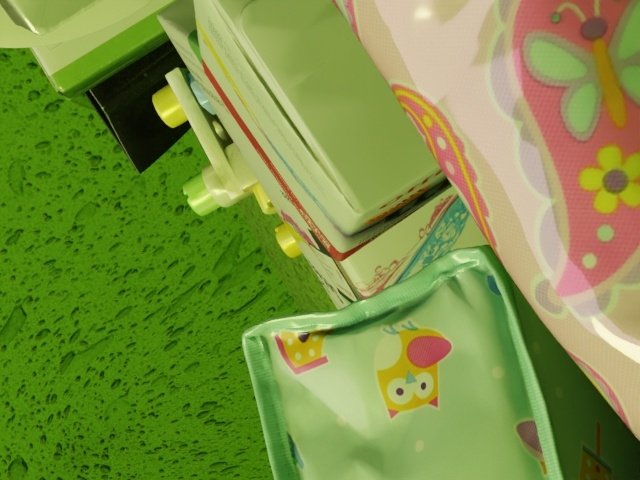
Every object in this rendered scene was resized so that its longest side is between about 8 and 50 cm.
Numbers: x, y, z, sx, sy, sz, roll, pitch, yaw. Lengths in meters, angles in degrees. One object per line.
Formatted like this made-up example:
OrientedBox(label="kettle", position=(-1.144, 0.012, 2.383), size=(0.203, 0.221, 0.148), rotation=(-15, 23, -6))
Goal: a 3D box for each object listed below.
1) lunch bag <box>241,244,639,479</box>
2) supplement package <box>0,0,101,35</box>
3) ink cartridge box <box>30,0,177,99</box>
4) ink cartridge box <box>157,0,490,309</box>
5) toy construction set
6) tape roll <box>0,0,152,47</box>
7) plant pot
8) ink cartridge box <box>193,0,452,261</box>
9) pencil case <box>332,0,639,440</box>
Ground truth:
OrientedBox(label="lunch bag", position=(0.098, 0.145, 0.726), size=(0.223, 0.160, 0.262), rotation=(11, -121, -62))
OrientedBox(label="supplement package", position=(-0.092, -0.217, 0.644), size=(0.199, 0.198, 0.262), rotation=(57, 175, -13))
OrientedBox(label="ink cartridge box", position=(-0.196, -0.272, 1.296), size=(0.255, 0.188, 0.097), rotation=(58, 176, -3))
OrientedBox(label="ink cartridge box", position=(0.034, -0.038, 0.981), size=(0.278, 0.117, 0.201), rotation=(58, 174, -23))
OrientedBox(label="toy construction set", position=(0.000, 0.000, 1.184), size=(0.215, 0.151, 0.328), rotation=(-54, -52, -73))
OrientedBox(label="tape roll", position=(-0.183, -0.261, 0.952), size=(0.169, 0.246, 0.246), rotation=(52, 173, 33))
OrientedBox(label="plant pot", position=(-0.170, -0.207, 1.539), size=(0.187, 0.167, 0.188), rotation=(55, 175, 15))
OrientedBox(label="ink cartridge box", position=(0.028, -0.083, 0.730), size=(0.127, 0.128, 0.176), rotation=(56, 175, 5))
OrientedBox(label="pencil case", position=(0.085, -0.056, 0.453), size=(0.284, 0.124, 0.124), rotation=(58, 174, 0))
